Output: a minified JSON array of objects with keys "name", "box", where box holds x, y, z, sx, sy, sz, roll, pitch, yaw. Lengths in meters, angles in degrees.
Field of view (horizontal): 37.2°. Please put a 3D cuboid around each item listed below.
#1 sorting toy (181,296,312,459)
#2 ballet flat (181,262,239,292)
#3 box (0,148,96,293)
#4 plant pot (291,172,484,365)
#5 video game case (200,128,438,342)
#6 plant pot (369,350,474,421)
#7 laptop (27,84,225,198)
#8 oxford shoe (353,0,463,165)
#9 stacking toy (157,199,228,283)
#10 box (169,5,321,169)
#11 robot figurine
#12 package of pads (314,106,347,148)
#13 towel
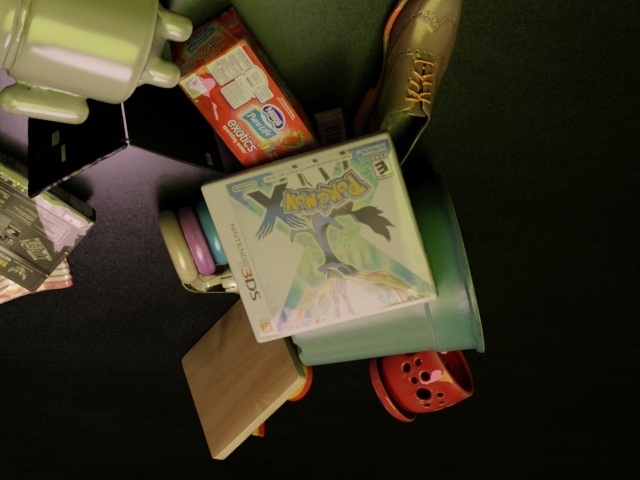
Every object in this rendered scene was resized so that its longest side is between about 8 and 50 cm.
[{"name":"sorting toy","box":[-0.136,0.263,1.892,0.089,0.255,0.257,25,118,-42]},{"name":"ballet flat","box":[-0.175,0.074,1.772,0.068,0.213,0.072,-25,107,-48]},{"name":"box","box":[-0.531,-0.038,1.627,0.231,0.056,0.183,35,108,-28]},{"name":"plant pot","box":[0.103,0.076,1.782,0.334,0.341,0.341,-13,131,5]},{"name":"video game case","box":[0.000,0.000,1.593,0.329,0.036,0.300,-15,106,13]},{"name":"plant pot","box":[0.212,0.284,2.061,0.174,0.191,0.191,-30,131,20]},{"name":"laptop","box":[-0.314,-0.153,1.505,0.264,0.234,0.136,-27,130,5]},{"name":"oxford shoe","box":[0.167,-0.279,1.613,0.130,0.133,0.364,5,127,-20]},{"name":"stacking toy","box":[-0.121,-0.040,1.738,0.330,0.141,0.141,-21,131,-7]},{"name":"box","box":[-0.122,-0.235,1.568,0.128,0.123,0.257,-30,131,10]},{"name":"robot figurine","box":[-0.370,-0.317,1.374,0.353,0.200,0.300,13,93,-26]},{"name":"package of pads","box":[0.019,-0.195,1.705,0.050,0.032,0.083,-13,131,-3]},{"name":"towel","box":[-0.542,0.024,1.717,0.144,0.029,0.197,-14,131,-6]}]
